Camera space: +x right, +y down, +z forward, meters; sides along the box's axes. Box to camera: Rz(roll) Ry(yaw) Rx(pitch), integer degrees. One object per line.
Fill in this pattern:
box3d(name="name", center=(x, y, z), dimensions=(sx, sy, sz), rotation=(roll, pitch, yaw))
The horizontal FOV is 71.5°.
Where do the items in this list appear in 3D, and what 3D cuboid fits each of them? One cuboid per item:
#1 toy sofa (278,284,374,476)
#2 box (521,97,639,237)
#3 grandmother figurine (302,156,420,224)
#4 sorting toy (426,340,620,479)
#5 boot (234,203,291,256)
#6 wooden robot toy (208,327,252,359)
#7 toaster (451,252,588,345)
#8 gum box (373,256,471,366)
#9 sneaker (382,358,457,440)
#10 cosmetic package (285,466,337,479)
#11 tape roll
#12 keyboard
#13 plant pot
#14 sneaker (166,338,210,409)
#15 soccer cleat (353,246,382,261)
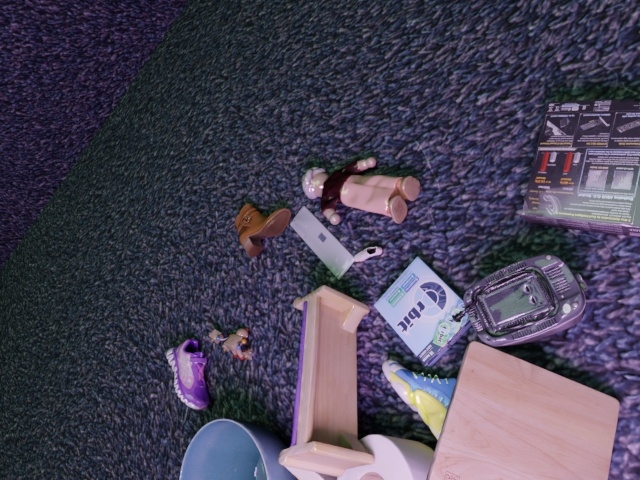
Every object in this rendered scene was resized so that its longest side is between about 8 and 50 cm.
box3d(name="toy sofa", center=(0.001, 0.299, 0.966), dimensions=(0.177, 0.150, 0.363), rotation=(-36, 38, 40))
box3d(name="box", center=(0.557, -0.134, 0.808), dimensions=(0.307, 0.076, 0.243), rotation=(10, 82, 39))
box3d(name="grandmother figurine", center=(0.076, -0.128, 1.164), dimensions=(0.342, 0.104, 0.208), rotation=(19, 60, 42))
box3d(name="sorting toy", center=(0.334, 0.345, 0.757), dimensions=(0.256, 0.089, 0.256), rotation=(22, 70, 10))
box3d(name="boot", center=(-0.186, -0.065, 1.355), dimensions=(0.197, 0.073, 0.152), rotation=(-44, 50, 15))
box3d(name="wooden robot toy", center=(-0.241, 0.292, 1.301), dimensions=(0.173, 0.076, 0.079), rotation=(10, 47, 39))
box3d(name="toaster", center=(0.372, 0.123, 0.822), dimensions=(0.226, 0.146, 0.129), rotation=(-32, 58, 25))
box3d(name="gum box", center=(0.230, 0.155, 0.987), dimensions=(0.157, 0.041, 0.184), rotation=(-51, 52, 13))
box3d(name="sneaker", center=(0.240, 0.312, 0.917), dimensions=(0.126, 0.091, 0.240), rotation=(-42, 52, -3))
box3d(name="cosmetic package", center=(-0.021, 0.504, 0.973), dimensions=(0.115, 0.060, 0.041), rotation=(35, 95, 22))
box3d(name="tape roll", center=(0.131, 0.520, 0.835), dimensions=(0.286, 0.100, 0.287), rotation=(-49, 31, 44))
box3d(name="keyboard", center=(0.000, 0.000, 1.231), dimensions=(0.072, 0.014, 0.256), rotation=(-49, 53, 8))
box3d(name="plant pot", center=(-0.165, 0.573, 1.054), dimensions=(0.290, 0.195, 0.291), rotation=(-12, 68, 33))
box3d(name="sneaker", center=(-0.386, 0.395, 1.350), dimensions=(0.104, 0.095, 0.236), rotation=(-43, 53, 9))
box3d(name="soccer cleat", center=(0.116, 0.032, 1.115), dimensions=(0.083, 0.035, 0.029), rotation=(-18, 66, 31))
